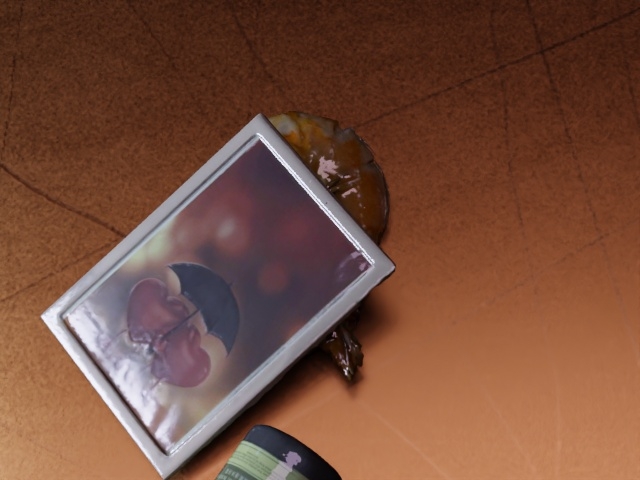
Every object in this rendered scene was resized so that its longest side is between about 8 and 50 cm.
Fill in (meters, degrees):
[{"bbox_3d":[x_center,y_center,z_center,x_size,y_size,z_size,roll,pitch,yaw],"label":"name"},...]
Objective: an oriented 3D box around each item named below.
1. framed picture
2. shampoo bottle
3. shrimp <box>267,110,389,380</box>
[{"bbox_3d":[-0.098,0.050,1.504,0.289,0.020,0.211,-42,68,3],"label":"framed picture"},{"bbox_3d":[-0.095,0.299,1.408,0.101,0.101,0.284,32,74,15],"label":"shampoo bottle"},{"bbox_3d":[0.000,0.000,1.544,0.154,0.062,0.294,-10,67,-7],"label":"shrimp"}]
